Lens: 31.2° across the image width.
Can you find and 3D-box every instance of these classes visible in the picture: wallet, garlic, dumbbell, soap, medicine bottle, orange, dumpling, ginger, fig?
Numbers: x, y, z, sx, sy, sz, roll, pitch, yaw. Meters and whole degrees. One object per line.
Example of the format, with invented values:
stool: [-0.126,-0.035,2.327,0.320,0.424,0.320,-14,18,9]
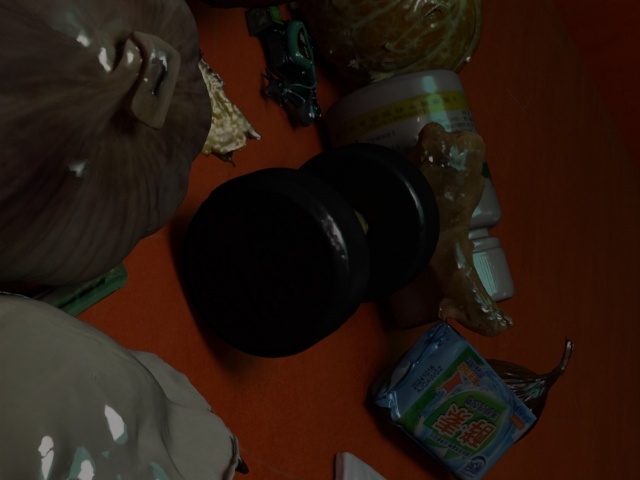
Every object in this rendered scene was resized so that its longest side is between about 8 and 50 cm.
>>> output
wallet: [0.074,0.350,1.450,0.183,0.031,0.124,42,36,-41]
garlic: [-0.229,-0.109,0.962,0.322,0.322,0.241,45,0,-39]
dumbbell: [0.000,0.000,1.357,0.322,0.203,0.204,-25,95,-63]
soap: [0.187,0.230,1.606,0.293,0.156,0.077,44,-1,-39]
medicine bottle: [0.148,-0.056,1.657,0.208,0.208,0.340,-3,75,-62]
orange: [0.100,-0.379,1.743,0.329,0.249,0.329,50,23,-31]
dumpling: [-0.212,0.146,0.835,0.181,0.260,0.341,-56,148,-4]
ginger: [0.184,-0.014,1.516,0.131,0.086,0.295,-20,96,-20]
fig: [0.318,0.238,1.792,0.146,0.201,0.134,48,25,-47]

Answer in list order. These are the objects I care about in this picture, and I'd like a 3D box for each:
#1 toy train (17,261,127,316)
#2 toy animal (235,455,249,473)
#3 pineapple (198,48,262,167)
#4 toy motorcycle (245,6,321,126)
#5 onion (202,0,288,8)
toy train: [-0.237,0.053,1.033,0.038,0.070,0.148,66,28,-8]
toy animal: [-0.108,0.227,1.043,0.179,0.188,0.089,26,44,-6]
pineapple: [-0.236,-0.182,1.159,0.161,0.158,0.334,-48,117,-16]
toy motorcycle: [-0.046,-0.240,1.594,0.100,0.058,0.173,7,65,-52]
onion: [-0.075,-0.475,1.279,0.398,0.420,0.399,1,87,-18]
